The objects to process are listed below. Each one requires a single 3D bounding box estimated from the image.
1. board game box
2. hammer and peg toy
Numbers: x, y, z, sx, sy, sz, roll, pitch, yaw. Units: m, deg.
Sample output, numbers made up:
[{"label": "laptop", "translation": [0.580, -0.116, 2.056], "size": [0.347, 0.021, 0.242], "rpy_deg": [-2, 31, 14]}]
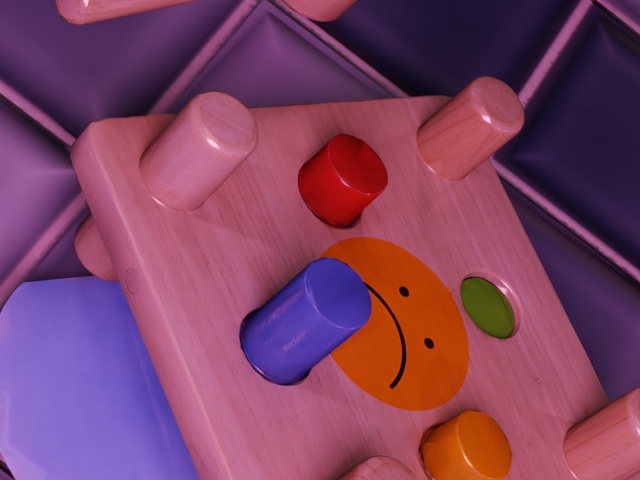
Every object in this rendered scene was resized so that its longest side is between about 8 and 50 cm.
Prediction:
[{"label": "board game box", "translation": [-0.090, 0.082, 0.834], "size": [0.168, 0.033, 0.133], "rpy_deg": [-6, 66, -35]}, {"label": "hammer and peg toy", "translation": [0.000, 0.000, 0.835], "size": [0.266, 0.127, 0.361], "rpy_deg": [-9, 67, -42]}]
